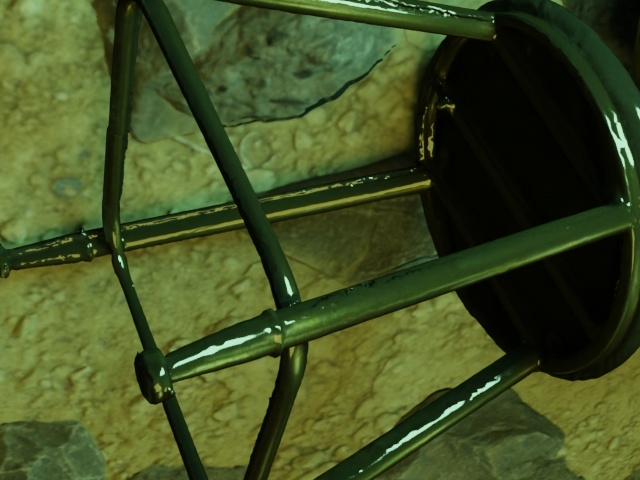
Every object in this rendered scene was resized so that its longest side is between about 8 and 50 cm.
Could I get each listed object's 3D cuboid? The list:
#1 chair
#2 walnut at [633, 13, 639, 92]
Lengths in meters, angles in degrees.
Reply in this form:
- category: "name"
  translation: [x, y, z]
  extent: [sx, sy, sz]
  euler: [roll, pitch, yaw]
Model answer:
- category: "chair"
  translation: [0.000, 0.000, 0.845]
  extent: [0.410, 0.364, 0.362]
  euler: [-13, 146, -23]
- category: "walnut"
  translation: [0.407, -0.141, 0.913]
  extent: [0.333, 0.333, 0.333]
  euler: [-10, 130, -12]
